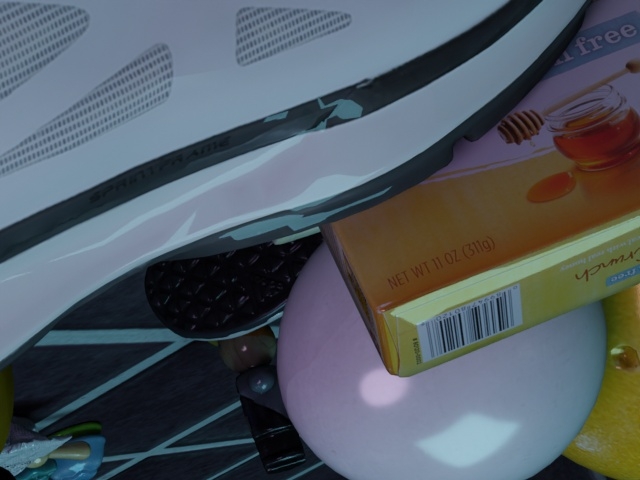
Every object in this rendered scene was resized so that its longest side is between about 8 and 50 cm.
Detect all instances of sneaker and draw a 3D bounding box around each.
[{"bbox_3d":[-0.064,-0.117,0.397,0.447,0.169,0.257,-37,149,-20],"label":"sneaker"},{"bbox_3d":[0.000,0.000,1.048,0.235,0.084,0.097,-27,166,13],"label":"sneaker"}]

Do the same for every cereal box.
[{"bbox_3d":[0.056,-0.085,0.550,0.173,0.240,0.047,-23,145,-5],"label":"cereal box"}]

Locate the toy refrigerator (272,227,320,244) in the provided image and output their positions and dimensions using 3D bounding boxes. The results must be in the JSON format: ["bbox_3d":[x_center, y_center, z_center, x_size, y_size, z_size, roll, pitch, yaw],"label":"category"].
[{"bbox_3d":[0.032,-0.091,0.764,0.102,0.094,0.269,-18,164,-18],"label":"toy refrigerator"}]

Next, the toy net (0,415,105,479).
[{"bbox_3d":[-0.259,0.188,1.393,0.122,0.045,0.232,-21,163,-1],"label":"toy net"}]

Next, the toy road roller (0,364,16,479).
[{"bbox_3d":[-0.307,0.104,0.754,0.330,0.202,0.240,-26,153,-9],"label":"toy road roller"}]

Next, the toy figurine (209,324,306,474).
[{"bbox_3d":[0.038,0.088,1.317,0.210,0.148,0.213,0,156,-43],"label":"toy figurine"}]

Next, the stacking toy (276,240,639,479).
[{"bbox_3d":[0.177,0.000,0.697,0.480,0.350,0.350,-21,167,-42],"label":"stacking toy"}]
